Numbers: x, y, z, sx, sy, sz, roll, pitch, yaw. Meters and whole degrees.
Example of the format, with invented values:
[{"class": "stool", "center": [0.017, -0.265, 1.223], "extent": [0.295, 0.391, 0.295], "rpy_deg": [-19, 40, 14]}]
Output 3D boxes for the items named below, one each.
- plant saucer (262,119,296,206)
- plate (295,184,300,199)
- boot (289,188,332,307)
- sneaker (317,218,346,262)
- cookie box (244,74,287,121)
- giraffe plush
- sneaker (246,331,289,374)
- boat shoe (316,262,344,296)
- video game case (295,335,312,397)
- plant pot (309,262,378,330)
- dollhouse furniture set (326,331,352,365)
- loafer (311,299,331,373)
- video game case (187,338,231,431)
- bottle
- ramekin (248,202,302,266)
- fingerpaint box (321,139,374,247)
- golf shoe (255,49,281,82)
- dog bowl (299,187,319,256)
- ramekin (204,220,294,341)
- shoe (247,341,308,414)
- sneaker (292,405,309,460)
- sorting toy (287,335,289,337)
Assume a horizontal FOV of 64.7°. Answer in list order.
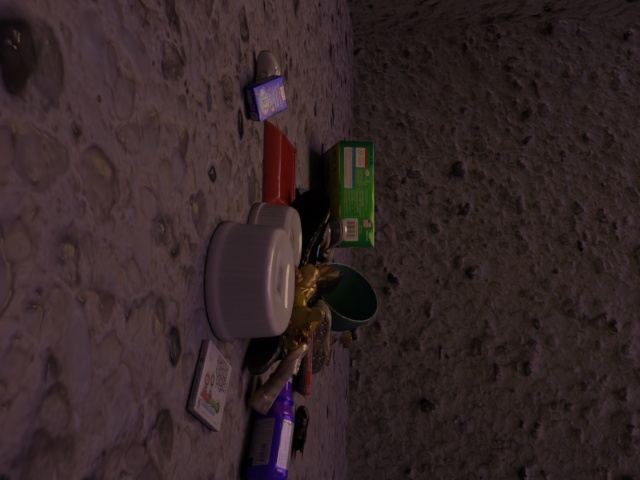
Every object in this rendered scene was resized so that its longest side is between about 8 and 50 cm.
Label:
[{"class": "plant saucer", "center": [-0.120, -0.210, 1.573], "extent": [0.258, 0.048, 0.258], "rpy_deg": [33, 57, -78]}, {"class": "plate", "center": [-0.094, -0.128, 1.788], "extent": [0.188, 0.024, 0.188], "rpy_deg": [0, 90, -80]}, {"class": "boot", "center": [-0.049, 0.033, 1.628], "extent": [0.347, 0.131, 0.260], "rpy_deg": [-65, 159, -20]}, {"class": "sneaker", "center": [0.000, 0.000, 2.090], "extent": [0.321, 0.128, 0.126], "rpy_deg": [120, -37, -59]}, {"class": "cookie box", "center": [-0.141, -0.373, 1.323], "extent": [0.107, 0.040, 0.091], "rpy_deg": [-36, 133, -35]}, {"class": "giraffe plush", "center": [-0.062, 0.179, 1.325], "extent": [0.210, 0.170, 0.181], "rpy_deg": [-18, 141, -36]}, {"class": "sneaker", "center": [-0.134, 0.306, 1.365], "extent": [0.227, 0.087, 0.130], "rpy_deg": [-78, 160, -64]}, {"class": "boat shoe", "center": [-0.033, 0.149, 1.887], "extent": [0.122, 0.120, 0.324], "rpy_deg": [-56, 160, 17]}, {"class": "video game case", "center": [-0.058, 0.397, 1.790], "extent": [0.204, 0.025, 0.284], "rpy_deg": [137, -44, -74]}, {"class": "plant pot", "center": [0.066, 0.266, 2.110], "extent": [0.195, 0.290, 0.290], "rpy_deg": [-54, -165, 38]}, {"class": "dollhouse furniture set", "center": [0.069, 0.520, 2.315], "extent": [0.101, 0.161, 0.181], "rpy_deg": [-71, 158, -61]}, {"class": "loafer", "center": [-0.014, 0.371, 1.926], "extent": [0.111, 0.112, 0.319], "rpy_deg": [-94, -166, -61]}, {"class": "video game case", "center": [-0.225, 0.302, 1.045], "extent": [0.157, 0.019, 0.143], "rpy_deg": [76, 17, -54]}, {"class": "bottle", "center": [-0.125, 0.494, 1.336], "extent": [0.092, 0.118, 0.282], "rpy_deg": [31, 46, -29]}, {"class": "ramekin", "center": [-0.120, -0.002, 1.392], "extent": [0.207, 0.109, 0.207], "rpy_deg": [0, 90, -80]}, {"class": "fingerpaint box", "center": [0.116, -0.189, 2.250], "extent": [0.371, 0.163, 0.444], "rpy_deg": [177, -87, -78]}, {"class": "golf shoe", "center": [-0.148, -0.425, 1.368], "extent": [0.086, 0.069, 0.176], "rpy_deg": [-44, 133, -68]}, {"class": "dog bowl", "center": [-0.040, -0.049, 1.844], "extent": [0.165, 0.074, 0.297], "rpy_deg": [-78, 173, -53]}, {"class": "ramekin", "center": [-0.148, 0.092, 1.153], "extent": [0.277, 0.135, 0.276], "rpy_deg": [0, 90, -80]}, {"class": "shoe", "center": [-0.100, 0.363, 1.337], "extent": [0.219, 0.058, 0.076], "rpy_deg": [-46, 165, -23]}, {"class": "sneaker", "center": [-0.072, 0.693, 1.826], "extent": [0.089, 0.051, 0.170], "rpy_deg": [0, 93, -85]}, {"class": "sorting toy", "center": [-0.095, 0.333, 1.740], "extent": [0.083, 0.045, 0.075], "rpy_deg": [95, 12, -68]}]
